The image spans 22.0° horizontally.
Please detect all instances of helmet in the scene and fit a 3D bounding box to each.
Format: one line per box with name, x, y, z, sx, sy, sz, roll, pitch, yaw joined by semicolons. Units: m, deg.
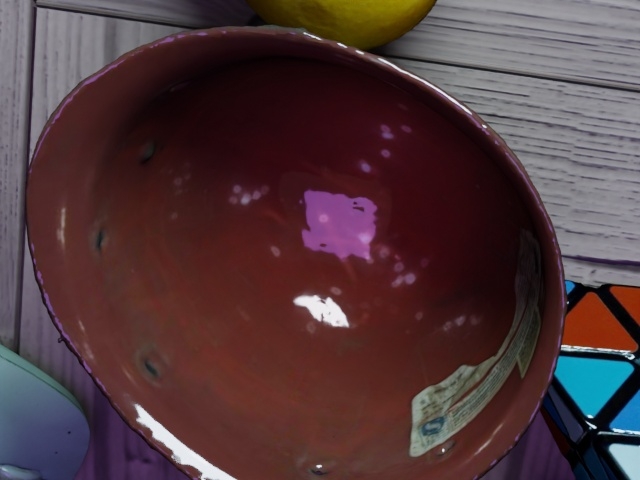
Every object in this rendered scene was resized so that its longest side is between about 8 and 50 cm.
helmet;0.000;0.000;1.212;0.385;0.230;0.337;27;110;6

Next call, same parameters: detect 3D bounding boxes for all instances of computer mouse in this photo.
computer mouse;-0.340;0.141;1.381;0.288;0.097;0.159;33;109;-6

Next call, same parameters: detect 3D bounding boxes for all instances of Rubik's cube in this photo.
Rubik's cube;0.283;0.084;1.304;0.234;0.284;0.250;-30;72;-3

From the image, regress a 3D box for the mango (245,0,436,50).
mango;-0.008;-0.254;1.163;0.175;0.139;0.254;-36;97;11
